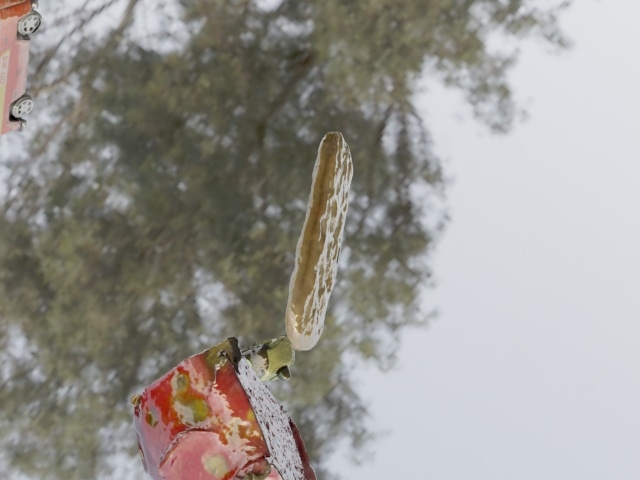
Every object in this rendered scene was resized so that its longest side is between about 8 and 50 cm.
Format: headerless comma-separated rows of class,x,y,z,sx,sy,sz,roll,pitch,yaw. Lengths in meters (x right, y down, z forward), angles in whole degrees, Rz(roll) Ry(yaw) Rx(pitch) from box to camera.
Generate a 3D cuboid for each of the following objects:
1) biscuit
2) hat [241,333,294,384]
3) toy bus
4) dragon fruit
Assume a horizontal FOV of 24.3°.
biscuit,0.000,0.000,0.958,0.018,0.147,0.071,8,165,16
hat,-0.068,0.154,1.869,0.059,0.077,0.076,65,-156,-3
toy bus,-0.315,-0.176,1.396,0.077,0.174,0.079,-28,-121,-37
dragon fruit,-0.072,0.199,1.211,0.161,0.126,0.274,63,179,25
